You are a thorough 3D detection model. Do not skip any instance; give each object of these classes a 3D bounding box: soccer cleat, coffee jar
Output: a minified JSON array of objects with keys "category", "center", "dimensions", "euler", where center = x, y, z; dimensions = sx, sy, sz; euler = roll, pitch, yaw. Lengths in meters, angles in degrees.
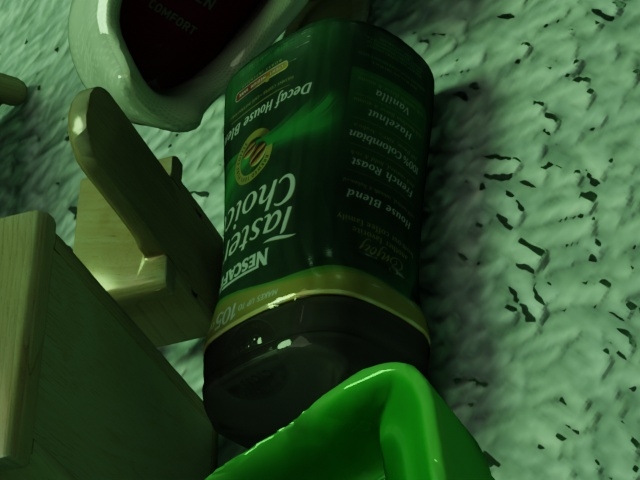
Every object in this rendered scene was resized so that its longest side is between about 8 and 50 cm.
[{"category":"soccer cleat","center":[-0.006,-0.192,0.857],"dimensions":[0.331,0.116,0.143],"euler":[-59,22,9]},{"category":"coffee jar","center":[0.000,0.000,0.779],"dimensions":[0.096,0.079,0.184],"euler":[-29,45,38]}]

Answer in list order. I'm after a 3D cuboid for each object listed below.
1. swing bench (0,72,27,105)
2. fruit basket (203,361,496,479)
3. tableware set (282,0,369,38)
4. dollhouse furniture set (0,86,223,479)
[{"category":"swing bench","center":[-0.354,-0.030,1.093],"dimensions":[0.253,0.255,0.165],"euler":[-38,40,28]},{"category":"fruit basket","center":[-0.037,0.203,0.428],"dimensions":[0.283,0.392,0.392],"euler":[-38,40,28]},{"category":"tableware set","center":[-0.017,-0.144,0.958],"dimensions":[0.141,0.020,0.168],"euler":[-11,58,48]},{"category":"dollhouse furniture set","center":[-0.243,0.101,0.816],"dimensions":[0.356,0.174,0.303],"euler":[-12,52,18]}]
